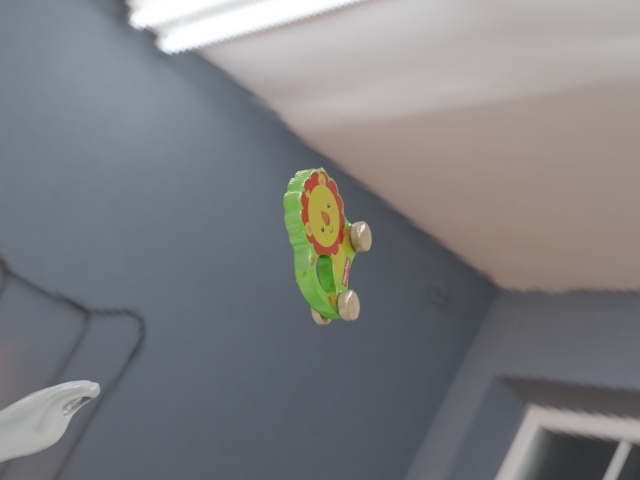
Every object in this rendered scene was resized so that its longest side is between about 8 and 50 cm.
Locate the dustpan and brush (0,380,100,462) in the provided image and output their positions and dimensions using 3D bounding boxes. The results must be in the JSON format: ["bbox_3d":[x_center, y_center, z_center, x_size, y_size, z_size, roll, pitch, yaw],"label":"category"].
[{"bbox_3d":[-0.173,0.115,0.623,0.211,0.060,0.147,-22,-20,17],"label":"dustpan and brush"}]

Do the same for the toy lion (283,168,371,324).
[{"bbox_3d":[0.000,0.000,1.177,0.034,0.100,0.096,-9,-36,29],"label":"toy lion"}]
